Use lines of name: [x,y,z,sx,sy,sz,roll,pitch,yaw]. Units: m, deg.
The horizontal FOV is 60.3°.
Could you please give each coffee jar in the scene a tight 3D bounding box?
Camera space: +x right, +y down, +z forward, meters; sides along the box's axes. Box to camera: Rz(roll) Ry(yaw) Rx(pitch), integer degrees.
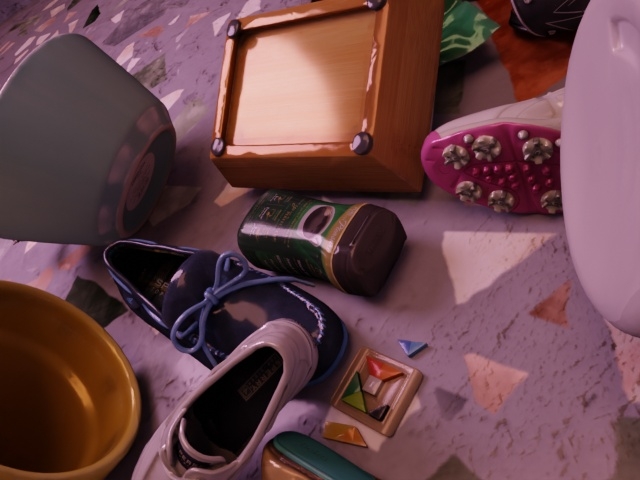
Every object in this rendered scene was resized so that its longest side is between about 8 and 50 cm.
coffee jar: [0.000,0.000,0.615,0.184,0.079,0.096,13,60,40]

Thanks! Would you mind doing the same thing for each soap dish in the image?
soap dish: [-0.004,-0.179,0.681,0.290,0.118,0.229,5,85,34]

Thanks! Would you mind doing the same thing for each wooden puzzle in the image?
wooden puzzle: [0.051,0.140,0.519,0.078,0.014,0.116,10,61,37]

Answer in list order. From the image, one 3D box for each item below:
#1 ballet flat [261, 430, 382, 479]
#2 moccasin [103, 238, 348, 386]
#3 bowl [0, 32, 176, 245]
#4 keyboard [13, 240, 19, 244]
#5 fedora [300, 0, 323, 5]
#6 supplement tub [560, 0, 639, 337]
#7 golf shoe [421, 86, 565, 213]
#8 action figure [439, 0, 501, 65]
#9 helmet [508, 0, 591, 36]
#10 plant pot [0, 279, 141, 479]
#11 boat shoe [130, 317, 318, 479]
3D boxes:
ballet flat: [0.043,0.225,0.431,0.232,0.080,0.073,12,91,41]
moccasin: [-0.134,0.076,0.613,0.341,0.117,0.138,8,61,35]
bowl: [-0.320,-0.116,0.797,0.163,0.312,0.312,22,62,-3]
keyboard: [-0.432,-0.106,0.918,0.202,0.033,0.317,-59,5,30]
fedora: [0.095,-0.367,0.774,0.124,0.244,0.275,38,86,15]
supplement tub: [0.321,-0.057,0.302,0.315,0.228,0.229,-2,54,11]
golf shoe: [0.254,-0.105,0.529,0.305,0.115,0.140,-1,47,23]
action figure: [0.109,-0.225,0.736,0.232,0.063,0.137,-39,46,8]
helmet: [0.279,-0.321,0.634,0.169,0.169,0.162,-33,28,6]
plant pot: [-0.365,0.210,0.582,0.239,0.254,0.254,-45,43,14]
boat shoe: [-0.105,0.175,0.492,0.095,0.084,0.258,36,98,12]
